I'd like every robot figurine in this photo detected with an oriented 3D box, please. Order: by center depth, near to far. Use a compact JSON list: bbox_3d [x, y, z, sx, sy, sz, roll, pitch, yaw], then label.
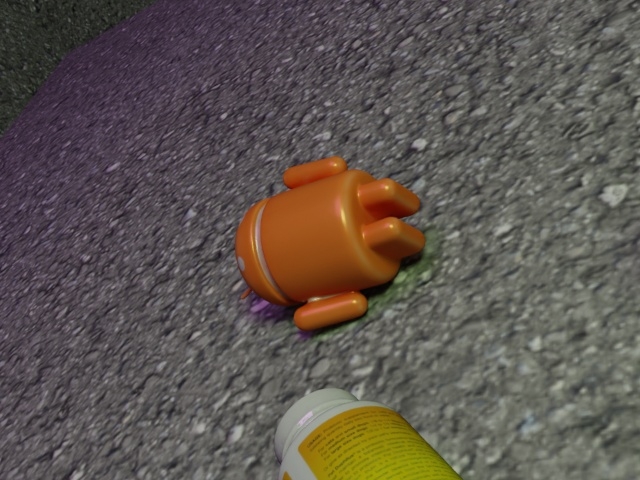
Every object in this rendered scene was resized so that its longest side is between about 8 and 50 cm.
[{"bbox_3d":[0.000,0.002,0.804,0.219,0.158,0.128,-16,16,30],"label":"robot figurine"}]

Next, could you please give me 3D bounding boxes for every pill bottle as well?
[{"bbox_3d":[0.044,0.194,0.531,0.117,0.117,0.215,-42,33,-6],"label":"pill bottle"}]
